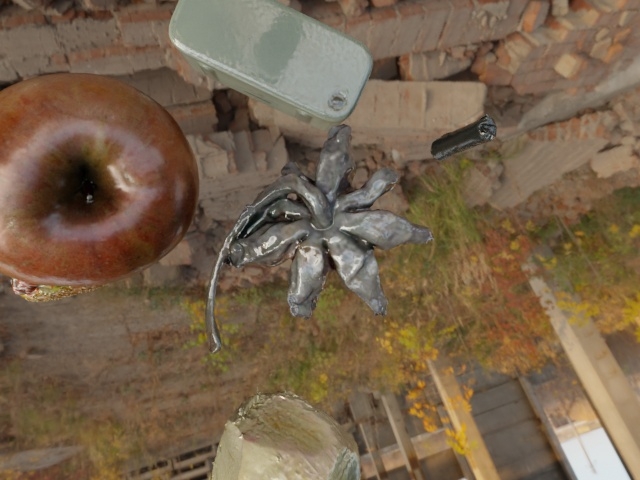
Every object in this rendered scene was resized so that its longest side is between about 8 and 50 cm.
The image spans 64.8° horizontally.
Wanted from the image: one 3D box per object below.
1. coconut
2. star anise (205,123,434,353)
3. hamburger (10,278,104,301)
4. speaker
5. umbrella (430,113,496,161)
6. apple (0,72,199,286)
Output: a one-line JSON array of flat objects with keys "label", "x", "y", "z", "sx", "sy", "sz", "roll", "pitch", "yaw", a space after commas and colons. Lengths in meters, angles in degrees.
[{"label": "coconut", "x": -0.036, "y": 0.293, "z": 0.617, "sx": 0.194, "sy": 0.195, "sz": 0.194, "roll": -16, "pitch": 155, "yaw": -8}, {"label": "star anise", "x": 0.000, "y": 0.000, "z": 0.713, "sx": 0.315, "sy": 0.360, "sz": 0.139, "roll": 7, "pitch": 174, "yaw": 10}, {"label": "hamburger", "x": -0.508, "y": 0.060, "z": 1.022, "sx": 0.210, "sy": 0.116, "sz": 0.173, "roll": -21, "pitch": 164, "yaw": -3}, {"label": "speaker", "x": -0.105, "y": -0.390, "z": 1.098, "sx": 0.405, "sy": 0.183, "sz": 0.184, "roll": 23, "pitch": 180, "yaw": -6}, {"label": "umbrella", "x": 0.197, "y": -0.142, "z": 0.704, "sx": 0.031, "sy": 0.036, "sz": 0.133, "roll": 37, "pitch": 165, "yaw": -14}, {"label": "apple", "x": -0.269, "y": -0.064, "z": 0.569, "sx": 0.253, "sy": 0.254, "sz": 0.254, "roll": -16, "pitch": 155, "yaw": -8}]
